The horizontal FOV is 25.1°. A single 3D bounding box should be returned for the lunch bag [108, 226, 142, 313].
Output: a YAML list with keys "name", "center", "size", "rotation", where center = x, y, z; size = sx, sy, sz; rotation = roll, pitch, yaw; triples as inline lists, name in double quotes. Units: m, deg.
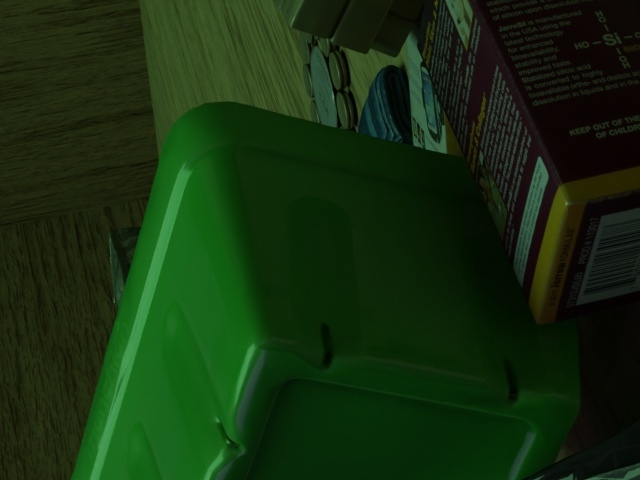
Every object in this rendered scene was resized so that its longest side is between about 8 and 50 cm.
- name: "lunch bag"
  center: [-0.173, 0.101, 2.090]
  size: [0.287, 0.235, 0.169]
  rotation: [-116, 22, -56]

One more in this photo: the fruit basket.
- name: "fruit basket"
  center: [0.004, 0.092, 0.879]
  size: [0.392, 0.283, 0.392]
  rotation: [-168, 90, -76]

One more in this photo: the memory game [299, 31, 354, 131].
- name: "memory game"
  center: [0.008, -0.146, 1.425]
  size: [0.186, 0.012, 0.186]
  rotation: [168, 90, -81]

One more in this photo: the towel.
- name: "towel"
  center: [0.052, -0.094, 1.183]
  size: [0.119, 0.029, 0.067]
  rotation: [108, 149, -72]

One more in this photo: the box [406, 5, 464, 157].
- name: "box"
  center: [0.085, -0.098, 1.003]
  size: [0.081, 0.028, 0.136]
  rotation: [-118, 16, -57]

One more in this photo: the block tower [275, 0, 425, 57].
- name: "block tower"
  center: [-0.006, -0.243, 1.066]
  size: [0.097, 0.091, 0.335]
  rotation: [-62, 27, 23]

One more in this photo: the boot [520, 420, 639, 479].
- name: "boot"
  center: [0.104, 0.189, 0.517]
  size: [0.118, 0.338, 0.222]
  rotation: [2, -114, -63]

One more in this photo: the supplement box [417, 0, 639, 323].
- name: "supplement box"
  center: [0.116, -0.069, 0.701]
  size: [0.104, 0.081, 0.188]
  rotation: [92, 163, -56]
